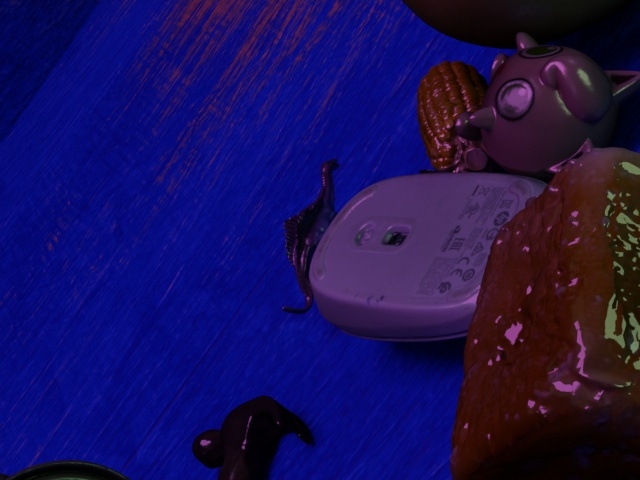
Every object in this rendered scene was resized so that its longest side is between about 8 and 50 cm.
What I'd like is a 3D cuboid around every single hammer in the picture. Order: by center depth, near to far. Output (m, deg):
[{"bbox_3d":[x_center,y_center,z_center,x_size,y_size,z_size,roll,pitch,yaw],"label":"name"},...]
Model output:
[{"bbox_3d":[-0.104,0.330,1.708,0.168,0.044,0.439,-33,33,45],"label":"hammer"}]

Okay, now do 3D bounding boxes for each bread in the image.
[{"bbox_3d":[0.204,0.070,1.289,0.195,0.176,0.246,-47,25,50],"label":"bread"}]

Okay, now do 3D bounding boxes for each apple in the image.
[{"bbox_3d":[0.193,-0.294,1.697,0.295,0.233,0.258,-43,-3,-22],"label":"apple"}]

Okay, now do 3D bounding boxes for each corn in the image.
[{"bbox_3d":[0.128,-0.110,1.762,0.080,0.080,0.238,-50,15,13],"label":"corn"}]

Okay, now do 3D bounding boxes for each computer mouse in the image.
[{"bbox_3d":[0.104,0.024,1.640,0.288,0.097,0.159,3,55,51],"label":"computer mouse"}]

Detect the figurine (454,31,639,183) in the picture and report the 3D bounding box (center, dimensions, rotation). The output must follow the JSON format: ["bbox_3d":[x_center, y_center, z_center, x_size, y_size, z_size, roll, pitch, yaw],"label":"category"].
[{"bbox_3d":[0.192,-0.109,1.609,0.138,0.125,0.125,13,68,36],"label":"figurine"}]

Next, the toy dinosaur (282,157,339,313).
[{"bbox_3d":[0.000,0.000,1.888,0.045,0.080,0.197,-27,36,44],"label":"toy dinosaur"}]

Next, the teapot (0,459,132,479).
[{"bbox_3d":[-0.266,0.347,1.801,0.337,0.200,0.270,153,107,-67],"label":"teapot"}]
